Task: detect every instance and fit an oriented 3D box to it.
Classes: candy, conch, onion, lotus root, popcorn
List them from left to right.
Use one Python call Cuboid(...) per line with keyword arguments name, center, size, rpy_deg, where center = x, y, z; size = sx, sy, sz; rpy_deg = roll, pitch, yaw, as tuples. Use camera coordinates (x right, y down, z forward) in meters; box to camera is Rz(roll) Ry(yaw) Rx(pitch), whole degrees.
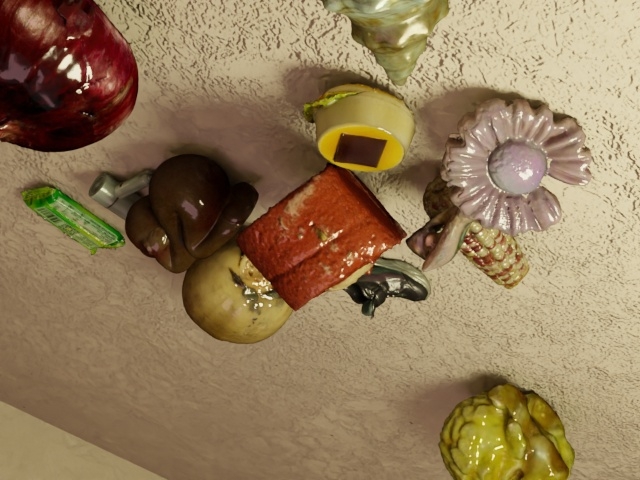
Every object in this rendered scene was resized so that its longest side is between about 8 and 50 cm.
Cuboid(name="onion", center=(-0.376, -0.218, 1.539), size=(0.313, 0.232, 0.314), rpy_deg=(18, 154, 9))
Cuboid(name="candy", center=(-0.428, -0.038, 2.159), size=(0.178, 0.032, 0.102), rpy_deg=(39, 146, -30))
Cuboid(name="lotus root", center=(-0.139, 0.088, 2.049), size=(0.182, 0.183, 0.310), rpy_deg=(25, 160, -8))
Cuboid(name="conch", center=(0.066, -0.321, 1.123), size=(0.203, 0.169, 0.386), rpy_deg=(29, 124, 44))
Cuboid(name="popcorn", center=(0.329, 0.357, 2.184), size=(0.237, 0.206, 0.252), rpy_deg=(29, 140, 21))

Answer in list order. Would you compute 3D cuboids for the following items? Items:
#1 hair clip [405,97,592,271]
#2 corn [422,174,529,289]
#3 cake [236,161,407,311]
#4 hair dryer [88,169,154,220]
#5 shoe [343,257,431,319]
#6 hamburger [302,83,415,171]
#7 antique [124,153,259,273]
Cuboid(name="hair clip", center=(0.196, -0.049, 1.529), size=(0.173, 0.069, 0.300), rpy_deg=(28, 134, -12))
Cuboid(name="corn", center=(0.217, -0.009, 1.691), size=(0.079, 0.080, 0.237), rpy_deg=(-3, 147, 40))
Cuboid(name="cake", center=(0.000, 0.000, 1.648), size=(0.151, 0.177, 0.283), rpy_deg=(49, -172, 1))
Cuboid(name="hair dryer", center=(-0.297, -0.080, 1.973), size=(0.082, 0.047, 0.137), rpy_deg=(35, 144, -29))
Cuboid(name="shoe", center=(0.084, 0.074, 1.920), size=(0.169, 0.099, 0.071), rpy_deg=(23, 152, -5))
Cuboid(name="hamburger", center=(0.047, -0.144, 1.547), size=(0.141, 0.082, 0.126), rpy_deg=(2, 153, 11))
Cuboid(name="antique", center=(-0.212, -0.043, 1.891), size=(0.143, 0.121, 0.257), rpy_deg=(31, 151, -16))
